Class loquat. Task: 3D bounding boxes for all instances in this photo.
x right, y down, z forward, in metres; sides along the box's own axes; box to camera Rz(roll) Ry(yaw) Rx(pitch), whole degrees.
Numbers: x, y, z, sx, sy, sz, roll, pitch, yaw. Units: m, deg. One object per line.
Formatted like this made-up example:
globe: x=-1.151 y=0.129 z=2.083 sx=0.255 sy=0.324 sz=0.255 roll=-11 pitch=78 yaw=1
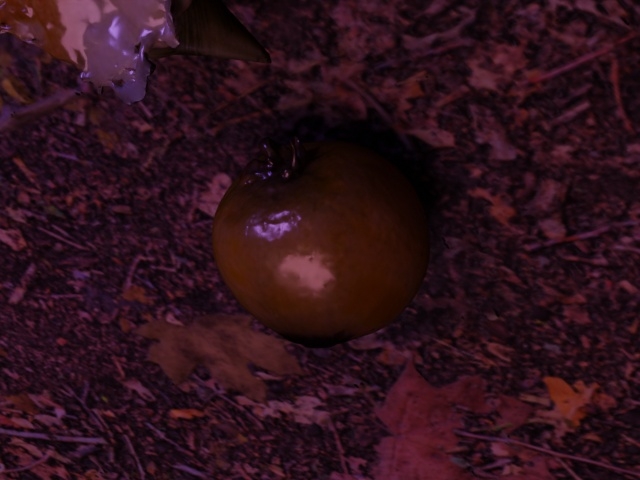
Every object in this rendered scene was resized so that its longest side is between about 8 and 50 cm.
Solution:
loquat: x=0.000 y=0.000 z=1.076 sx=0.163 sy=0.137 sz=0.163 roll=31 pitch=153 yaw=18

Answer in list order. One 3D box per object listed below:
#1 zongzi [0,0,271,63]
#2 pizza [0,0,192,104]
zongzi: x=-0.128 y=-0.199 z=0.941 sx=0.204 sy=0.094 sz=0.205 roll=17 pitch=140 yaw=13
pizza: x=-0.203 y=-0.328 z=0.786 sx=0.435 sy=0.080 sz=0.392 roll=31 pitch=127 yaw=16
